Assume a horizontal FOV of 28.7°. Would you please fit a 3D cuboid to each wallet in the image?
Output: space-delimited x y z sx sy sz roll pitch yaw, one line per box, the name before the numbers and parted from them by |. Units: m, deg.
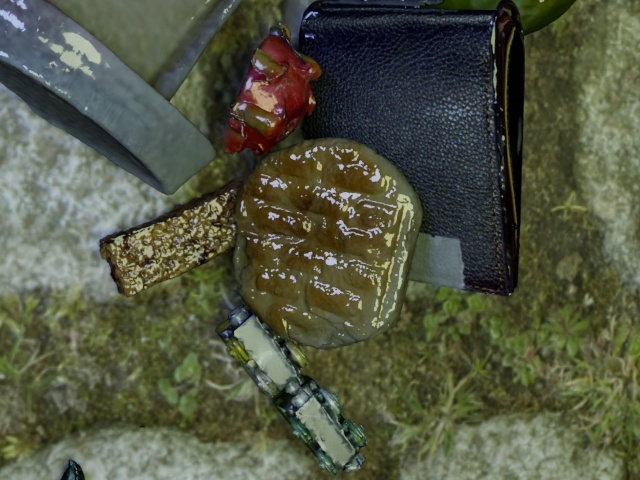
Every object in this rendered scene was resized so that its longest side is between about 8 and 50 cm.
wallet | 0.086 -0.090 1.151 0.071 0.220 0.262 -20 112 -51

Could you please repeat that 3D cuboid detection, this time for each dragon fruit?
dragon fruit | -0.041 -0.126 1.140 0.068 0.126 0.112 23 125 1

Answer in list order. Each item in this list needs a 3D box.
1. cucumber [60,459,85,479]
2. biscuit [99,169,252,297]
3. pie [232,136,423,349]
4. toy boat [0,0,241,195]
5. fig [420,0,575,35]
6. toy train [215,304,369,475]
cucumber | -0.260 0.296 1.182 0.033 0.036 0.184 24 91 -32
biscuit | -0.110 -0.011 1.186 0.199 0.034 0.064 -25 106 -14
pie | 0.000 0.000 1.142 0.195 0.046 0.195 1 94 16
toy boat | -0.178 -0.211 1.095 0.276 0.111 0.294 20 83 -32
fig | 0.202 -0.293 1.192 0.275 0.206 0.206 -14 105 -42
toy train | -0.027 0.143 1.222 0.060 0.081 0.202 -39 103 -11
